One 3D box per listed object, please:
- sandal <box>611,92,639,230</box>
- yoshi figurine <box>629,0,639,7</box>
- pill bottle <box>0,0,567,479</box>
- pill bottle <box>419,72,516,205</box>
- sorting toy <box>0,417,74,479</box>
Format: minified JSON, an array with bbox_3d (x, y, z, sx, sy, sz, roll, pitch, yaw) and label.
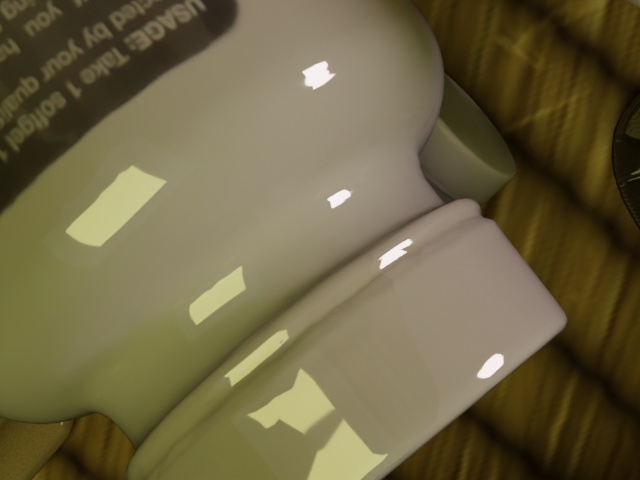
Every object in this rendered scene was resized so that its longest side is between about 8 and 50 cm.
[{"bbox_3d":[0.183,0.034,0.534,0.090,0.060,0.219,-31,88,12],"label":"sandal"},{"bbox_3d":[0.163,-0.070,0.412,0.362,0.203,0.203,22,113,4],"label":"yoshi figurine"},{"bbox_3d":[-0.075,-0.058,0.413,0.176,0.176,0.318,-43,79,20],"label":"pill bottle"},{"bbox_3d":[0.000,0.000,0.530,0.086,0.086,0.152,44,111,-9],"label":"pill bottle"},{"bbox_3d":[-0.221,0.084,0.562,0.307,0.229,0.041,-48,53,21],"label":"sorting toy"}]
